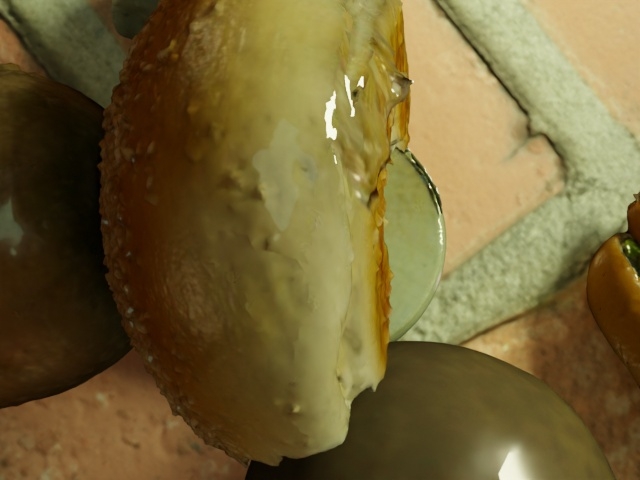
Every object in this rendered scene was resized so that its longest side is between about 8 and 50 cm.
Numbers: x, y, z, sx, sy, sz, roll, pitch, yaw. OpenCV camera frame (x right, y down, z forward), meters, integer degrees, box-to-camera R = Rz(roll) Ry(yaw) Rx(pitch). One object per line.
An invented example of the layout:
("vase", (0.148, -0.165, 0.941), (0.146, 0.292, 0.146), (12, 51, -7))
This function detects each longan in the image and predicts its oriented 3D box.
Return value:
("longan", (0.067, 0.193, 0.480), (0.258, 0.258, 0.258), (0, 85, -1))

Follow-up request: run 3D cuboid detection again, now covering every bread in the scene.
("bread", (-0.035, -0.048, 0.425), (0.171, 0.192, 0.314), (3, 64, 9))

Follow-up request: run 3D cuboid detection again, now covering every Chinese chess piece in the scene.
("Chinese chess piece", (0.000, 0.000, 0.580), (0.188, 0.083, 0.188), (0, 82, -3))

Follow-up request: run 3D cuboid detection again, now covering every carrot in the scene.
("carrot", (-0.285, 0.014, 0.506), (0.341, 0.224, 0.224), (-13, 86, 5))

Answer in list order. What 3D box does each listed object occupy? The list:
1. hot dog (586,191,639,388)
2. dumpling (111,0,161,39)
("hot dog", (0.311, 0.110, 0.541), (0.135, 0.100, 0.337), (-29, 75, -4))
("dumpling", (-0.053, -0.201, 0.565), (0.219, 0.152, 0.108), (-16, 58, -1))
